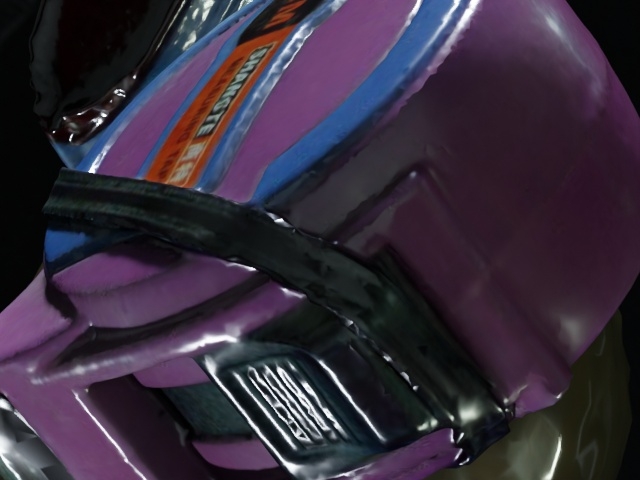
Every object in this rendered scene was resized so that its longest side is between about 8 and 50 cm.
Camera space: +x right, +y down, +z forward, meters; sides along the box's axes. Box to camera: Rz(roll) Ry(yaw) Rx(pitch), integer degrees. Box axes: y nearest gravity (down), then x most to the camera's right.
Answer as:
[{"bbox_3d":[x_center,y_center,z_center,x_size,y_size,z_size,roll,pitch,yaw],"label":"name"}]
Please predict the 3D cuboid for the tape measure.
[{"bbox_3d":[0.000,0.000,0.736,0.245,0.149,0.231,-16,-151,44],"label":"tape measure"}]

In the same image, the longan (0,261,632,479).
[{"bbox_3d":[-0.011,0.113,1.298,0.404,0.404,0.436,27,-90,21],"label":"longan"}]

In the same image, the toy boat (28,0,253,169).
[{"bbox_3d":[-0.065,-0.162,1.135,0.129,0.142,0.309,30,-82,32],"label":"toy boat"}]
